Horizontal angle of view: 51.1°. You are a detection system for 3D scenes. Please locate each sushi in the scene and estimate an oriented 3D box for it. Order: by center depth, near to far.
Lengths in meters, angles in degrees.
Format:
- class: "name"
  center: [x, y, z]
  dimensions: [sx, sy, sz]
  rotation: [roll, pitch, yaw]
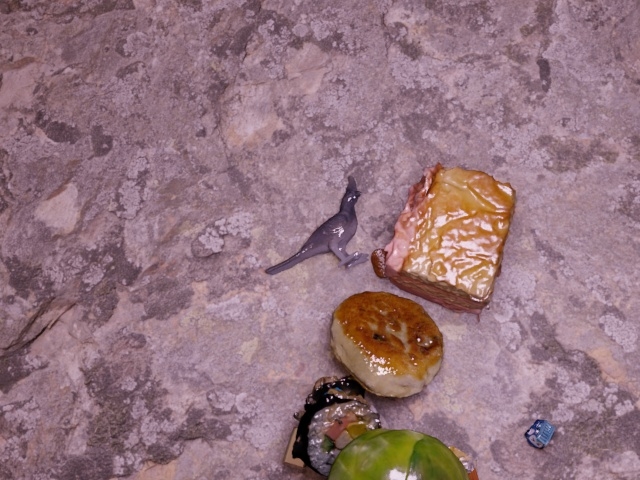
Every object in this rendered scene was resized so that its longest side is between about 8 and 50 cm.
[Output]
- class: "sushi"
  center: [0.041, 0.457, 1.674]
  dimensions: [0.224, 0.219, 0.239]
  rotation: [19, 110, -11]

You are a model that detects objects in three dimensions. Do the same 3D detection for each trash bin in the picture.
- class: "trash bin"
  center: [-0.056, 0.540, 1.756]
  dimensions: [0.060, 0.043, 0.092]
  rotation: [13, 78, 9]

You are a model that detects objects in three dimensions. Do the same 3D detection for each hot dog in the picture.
- class: "hot dog"
  center: [0.171, 0.063, 1.844]
  dimensions: [0.058, 0.035, 0.083]
  rotation: [-16, 81, 3]

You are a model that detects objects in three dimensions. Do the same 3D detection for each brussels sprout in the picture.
- class: "brussels sprout"
  center: [0.188, 0.567, 1.472]
  dimensions: [0.354, 0.281, 0.290]
  rotation: [27, 68, -25]

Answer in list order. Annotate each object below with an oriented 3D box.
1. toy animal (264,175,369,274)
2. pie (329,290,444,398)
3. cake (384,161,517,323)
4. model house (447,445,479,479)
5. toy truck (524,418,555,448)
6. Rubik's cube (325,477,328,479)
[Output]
- class: "toy animal"
  center: [0.035, 0.006, 1.844]
  dimensions: [0.205, 0.081, 0.367]
  rotation: [38, 82, 31]
- class: "pie"
  center: [0.177, 0.252, 1.716]
  dimensions: [0.314, 0.092, 0.315]
  rotation: [9, 46, -10]
- class: "cake"
  center: [0.329, 0.001, 1.706]
  dimensions: [0.293, 0.307, 0.315]
  rotation: [21, 80, 12]
- class: "model house"
  center: [0.298, 0.630, 1.649]
  dimensions: [0.219, 0.136, 0.208]
  rotation: [-12, 78, 3]
- class: "toy truck"
  center: [0.555, 0.486, 1.677]
  dimensions: [0.056, 0.090, 0.073]
  rotation: [39, 84, 13]
- class: "Rubik's cube"
  center: [0.037, 0.718, 1.611]
  dimensions: [0.228, 0.229, 0.233]
  rotation: [-40, 68, -11]
